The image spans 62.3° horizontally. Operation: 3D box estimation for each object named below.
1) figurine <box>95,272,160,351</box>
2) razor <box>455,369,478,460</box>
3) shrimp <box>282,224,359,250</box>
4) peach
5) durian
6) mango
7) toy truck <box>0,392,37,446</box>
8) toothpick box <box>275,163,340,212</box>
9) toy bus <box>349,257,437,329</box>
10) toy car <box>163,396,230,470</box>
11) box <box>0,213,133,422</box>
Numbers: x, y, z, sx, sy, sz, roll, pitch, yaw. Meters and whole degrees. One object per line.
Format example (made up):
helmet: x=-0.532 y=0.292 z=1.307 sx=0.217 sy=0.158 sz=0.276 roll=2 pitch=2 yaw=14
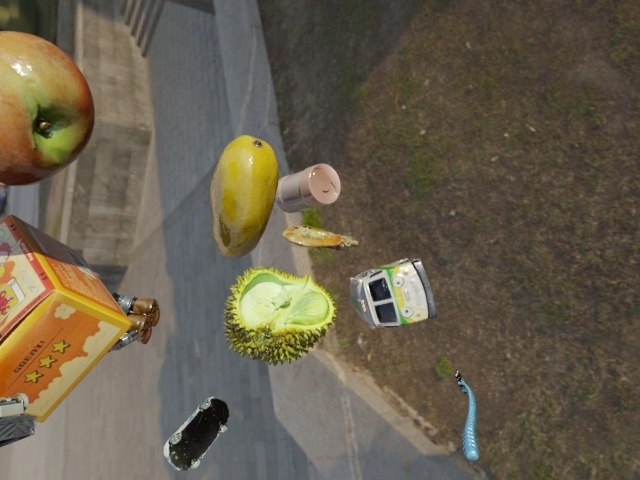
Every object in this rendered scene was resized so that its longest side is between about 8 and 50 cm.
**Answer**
figurine: x=-0.611 y=0.187 z=1.360 sx=0.261 sy=0.381 sz=0.186 roll=-76 pitch=-7 yaw=-56
razor: x=0.375 y=0.443 z=1.344 sx=0.042 sy=0.082 sz=0.253 roll=-20 pitch=24 yaw=22
shrimp: x=0.000 y=0.000 z=1.246 sx=0.091 sy=0.183 sz=0.043 roll=-104 pitch=22 yaw=-66
peach: x=-0.515 y=-0.216 z=0.879 sx=0.252 sy=0.252 sz=0.253 roll=-13 pitch=75 yaw=56
durian: x=-0.097 y=0.163 z=1.127 sx=0.177 sy=0.236 sz=0.200 roll=-62 pitch=39 yaw=37
mango: x=-0.179 y=-0.083 z=1.210 sx=0.195 sy=0.142 sz=0.332 roll=-114 pitch=30 yaw=-51
toy truck: x=-0.567 y=0.319 z=0.882 sx=0.192 sy=0.083 sz=0.092 roll=-24 pitch=73 yaw=21
toothpick box: x=-0.035 y=-0.125 z=1.300 sx=0.148 sy=0.098 sz=0.099 roll=-10 pitch=77 yaw=51
toy bus: x=0.170 y=0.132 z=1.325 sx=0.305 sy=0.178 sz=0.143 roll=132 pitch=122 yaw=-87
toy car: x=-0.309 y=0.487 z=1.345 sx=0.056 sy=0.205 sz=0.095 roll=-22 pitch=107 yaw=40
box: x=-0.577 y=0.147 z=1.033 sx=0.260 sy=0.214 sz=0.283 roll=-48 pitch=53 yaw=-7
